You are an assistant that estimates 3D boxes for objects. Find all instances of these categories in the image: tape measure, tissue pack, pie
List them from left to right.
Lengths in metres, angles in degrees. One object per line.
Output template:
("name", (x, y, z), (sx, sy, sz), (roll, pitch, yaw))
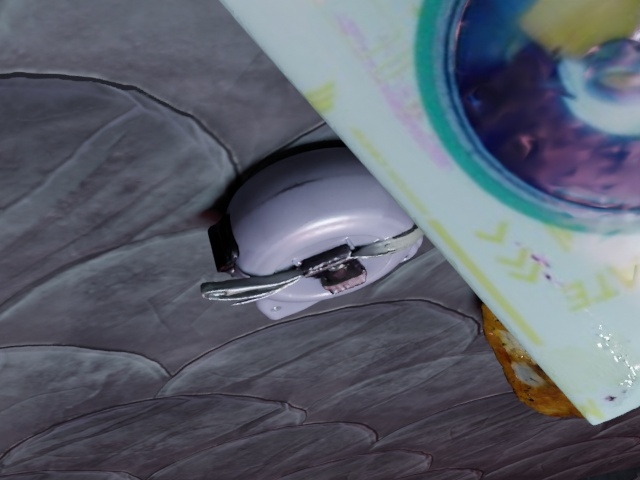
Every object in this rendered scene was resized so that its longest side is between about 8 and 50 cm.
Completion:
("tape measure", (-0.004, 0.000, 0.876), (0.196, 0.105, 0.178), (-24, 152, 17))
("pie", (0.328, 0.117, 1.182), (0.308, 0.085, 0.308), (21, 144, 16))
("tissue pack", (0.159, -0.105, 0.512), (0.287, 0.162, 0.388), (-29, 116, 32))
